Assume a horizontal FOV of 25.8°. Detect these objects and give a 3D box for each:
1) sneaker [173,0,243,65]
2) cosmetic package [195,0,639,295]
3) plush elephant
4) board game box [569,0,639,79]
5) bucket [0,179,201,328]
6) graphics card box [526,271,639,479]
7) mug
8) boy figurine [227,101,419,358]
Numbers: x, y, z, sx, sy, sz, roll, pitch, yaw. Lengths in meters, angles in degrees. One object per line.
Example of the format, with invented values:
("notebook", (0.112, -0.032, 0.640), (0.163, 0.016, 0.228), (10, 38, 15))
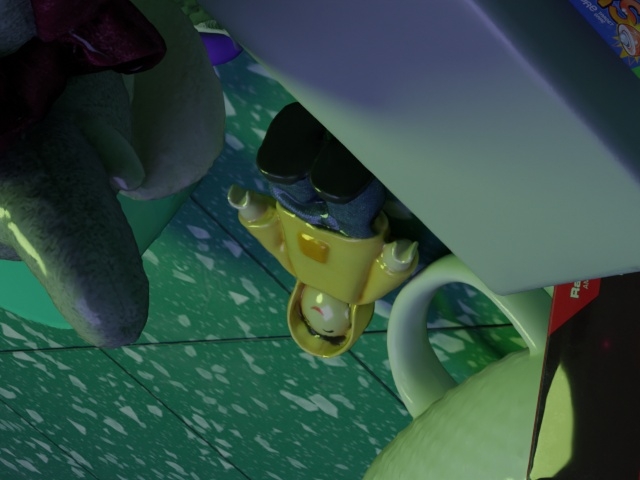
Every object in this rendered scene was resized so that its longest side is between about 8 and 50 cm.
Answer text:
("sneaker", (-0.185, -0.124, 1.081), (0.293, 0.102, 0.146), (0, 117, 18))
("cosmetic package", (0.038, -0.205, 0.673), (0.453, 0.230, 0.161), (43, 151, -22))
("plush elephant", (-0.136, -0.073, 0.551), (0.330, 0.272, 0.255), (43, 155, 50))
("board game box", (0.156, -0.182, 0.617), (0.136, 0.201, 0.035), (42, 152, -20))
("bucket", (-0.262, -0.063, 1.272), (0.281, 0.183, 0.281), (25, 152, 14))
("graphics card box", (0.315, 0.075, 0.852), (0.371, 0.232, 0.094), (9, 180, 37))
("mug", (0.183, 0.181, 1.176), (0.374, 0.276, 0.328), (58, 148, 14))
("boy figurine", (0.000, 0.000, 1.212), (0.177, 0.092, 0.285), (21, 148, 14))
